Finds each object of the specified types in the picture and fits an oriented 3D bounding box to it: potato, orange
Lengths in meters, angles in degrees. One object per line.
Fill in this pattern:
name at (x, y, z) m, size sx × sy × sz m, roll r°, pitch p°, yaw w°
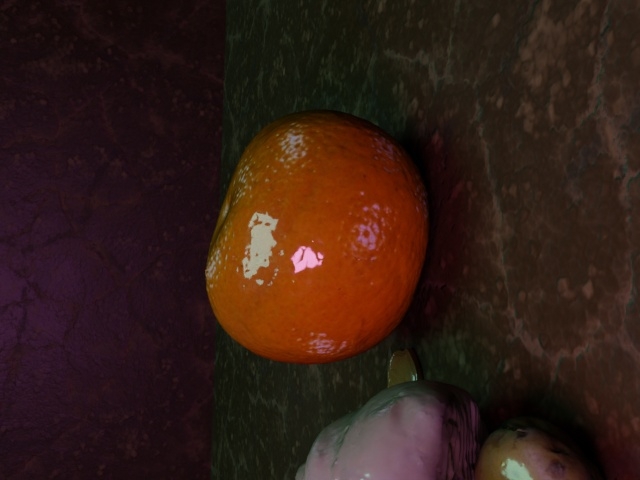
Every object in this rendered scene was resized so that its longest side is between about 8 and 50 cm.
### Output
potato at (0.231, 0.289, 0.777) m, size 0.137 × 0.154 × 0.200 m, roll -8°, pitch 91°, yaw 28°
orange at (0.000, 0.000, 1.173) m, size 0.424 × 0.326 × 0.424 m, roll -160°, pitch 90°, yaw -77°

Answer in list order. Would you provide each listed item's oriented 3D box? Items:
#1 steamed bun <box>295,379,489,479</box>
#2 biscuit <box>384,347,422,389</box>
steamed bun at (0.088, 0.324, 0.889) m, size 0.324 × 0.219 × 0.310 m, roll 14°, pitch -107°, yaw -68°
biscuit at (0.135, 0.240, 1.218) m, size 0.102 × 0.019 × 0.130 m, roll -126°, pitch 43°, yaw -57°
